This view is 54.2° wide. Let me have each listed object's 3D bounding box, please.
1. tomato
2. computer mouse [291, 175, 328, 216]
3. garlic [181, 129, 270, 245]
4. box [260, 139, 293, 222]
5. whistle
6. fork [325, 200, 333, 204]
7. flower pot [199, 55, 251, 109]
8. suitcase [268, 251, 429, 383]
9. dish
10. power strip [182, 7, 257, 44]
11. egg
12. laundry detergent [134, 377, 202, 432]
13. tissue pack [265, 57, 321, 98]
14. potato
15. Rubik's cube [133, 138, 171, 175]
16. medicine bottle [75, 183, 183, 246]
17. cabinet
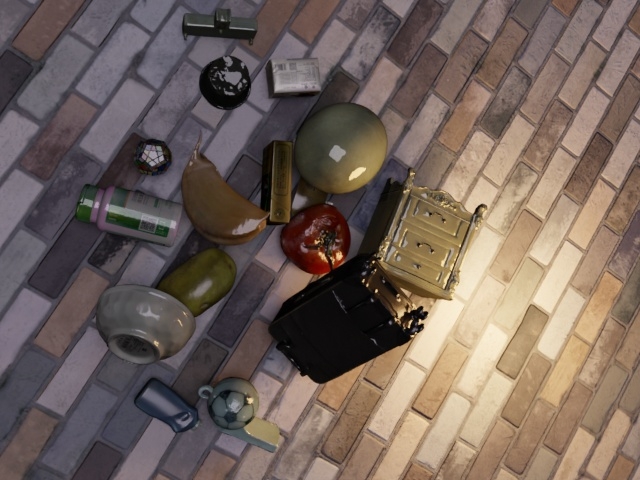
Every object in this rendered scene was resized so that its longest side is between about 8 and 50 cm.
[{"bbox_3d":[-0.001,0.000,1.894,0.228,0.101,0.227,-5,104,-23],"label":"tomato"},{"bbox_3d":[-0.028,-0.153,1.932,0.102,0.045,0.198,22,76,-21],"label":"computer mouse"},{"bbox_3d":[-0.299,-0.126,1.810,0.196,0.151,0.338,-43,80,13],"label":"garlic"},{"bbox_3d":[-0.132,-0.167,1.857,0.071,0.159,0.240,3,87,-18],"label":"box"},{"bbox_3d":[-0.224,0.489,1.825,0.290,0.163,0.163,27,82,-15],"label":"whistle"},{"bbox_3d":[-0.011,-0.129,1.967,0.115,0.012,0.016,15,89,-20],"label":"fork"},{"bbox_3d":[-0.275,-0.476,1.850,0.158,0.107,0.157,1,87,-15],"label":"flower pot"},{"bbox_3d":[0.066,0.221,1.800,0.434,0.194,0.283,-35,102,31],"label":"suitcase"},{"bbox_3d":[-0.486,0.249,1.688,0.303,0.303,0.120,24,44,-14],"label":"dish"},{"bbox_3d":[-0.291,-0.628,1.827,0.216,0.145,0.061,-2,88,-15],"label":"power strip"},{"bbox_3d":[0.063,-0.272,1.839,0.352,0.259,0.258,-36,101,-54],"label":"egg"},{"bbox_3d":[-0.432,0.489,1.814,0.206,0.061,0.096,38,72,-13],"label":"laundry detergent"},{"bbox_3d":[-0.084,-0.493,1.905,0.149,0.099,0.106,-6,93,-16],"label":"tissue pack"},{"bbox_3d":[-0.351,0.127,1.779,0.228,0.197,0.148,-48,133,-27],"label":"potato"},{"bbox_3d":[-0.481,-0.239,1.794,0.111,0.093,0.111,0,89,-14],"label":"Rubik's cube"},{"bbox_3d":[-0.536,-0.074,1.756,0.274,0.133,0.133,14,85,-15],"label":"medicine bottle"},{"bbox_3d":[0.303,-0.014,1.940,0.290,0.227,0.317,25,82,-12],"label":"cabinet"}]
